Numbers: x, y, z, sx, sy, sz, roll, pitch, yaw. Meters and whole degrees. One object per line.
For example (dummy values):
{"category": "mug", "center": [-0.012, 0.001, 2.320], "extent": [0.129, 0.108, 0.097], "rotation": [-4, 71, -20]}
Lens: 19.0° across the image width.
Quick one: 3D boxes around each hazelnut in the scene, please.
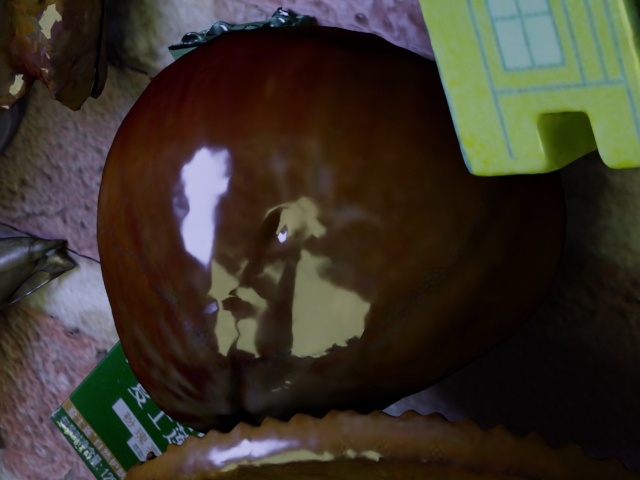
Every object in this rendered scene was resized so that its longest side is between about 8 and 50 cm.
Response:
{"category": "hazelnut", "center": [0.000, 0.000, 0.978], "extent": [0.251, 0.217, 0.217], "rotation": [-5, 108, 24]}

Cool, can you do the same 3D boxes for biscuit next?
{"category": "biscuit", "center": [0.046, 0.164, 1.006], "extent": [0.318, 0.040, 0.318], "rotation": [5, 151, 3]}

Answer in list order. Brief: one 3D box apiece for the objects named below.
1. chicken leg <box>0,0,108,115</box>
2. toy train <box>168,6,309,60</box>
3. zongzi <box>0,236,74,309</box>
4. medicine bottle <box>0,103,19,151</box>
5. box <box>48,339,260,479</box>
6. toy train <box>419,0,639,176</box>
{"category": "chicken leg", "center": [-0.209, -0.208, 1.098], "extent": [0.295, 0.182, 0.409], "rotation": [38, 110, -19]}
{"category": "toy train", "center": [-0.041, -0.098, 1.085], "extent": [0.093, 0.038, 0.056], "rotation": [-3, 111, 41]}
{"category": "zongzi", "center": [-0.291, 0.098, 1.376], "extent": [0.260, 0.289, 0.123], "rotation": [76, -177, -54]}
{"category": "medicine bottle", "center": [-0.287, -0.113, 1.242], "extent": [0.168, 0.105, 0.105], "rotation": [46, 133, 13]}
{"category": "box", "center": [-0.061, 0.140, 1.191], "extent": [0.199, 0.081, 0.135], "rotation": [50, 134, 7]}
{"category": "toy train", "center": [0.123, -0.216, 0.802], "extent": [0.272, 0.179, 0.442], "rotation": [-1, 111, 48]}
